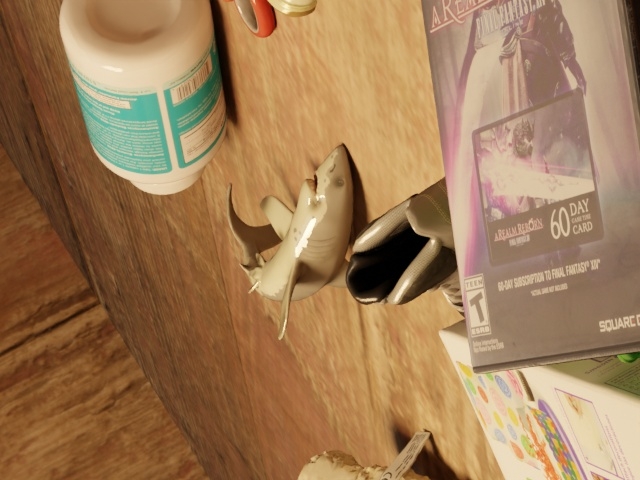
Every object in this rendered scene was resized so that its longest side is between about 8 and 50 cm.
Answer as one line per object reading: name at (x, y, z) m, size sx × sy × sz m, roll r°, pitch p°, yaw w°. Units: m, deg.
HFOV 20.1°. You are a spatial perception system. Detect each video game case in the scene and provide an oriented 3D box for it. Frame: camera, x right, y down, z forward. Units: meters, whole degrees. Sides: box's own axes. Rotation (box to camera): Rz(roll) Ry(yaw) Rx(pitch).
video game case at (0.110, -0.077, 0.893) m, size 0.196 × 0.026 × 0.274 m, roll 161°, pitch 102°, yaw -66°

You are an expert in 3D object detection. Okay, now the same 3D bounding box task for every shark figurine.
shark figurine at (-0.009, 0.020, 1.671) m, size 0.278 × 0.116 × 0.166 m, roll 159°, pitch 117°, yaw -69°

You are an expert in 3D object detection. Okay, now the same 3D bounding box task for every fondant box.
fondant box at (0.213, 0.159, 1.098) m, size 0.238 × 0.096 × 0.330 m, roll 65°, pitch 165°, yaw -12°

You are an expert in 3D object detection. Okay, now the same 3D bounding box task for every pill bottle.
pill bottle at (-0.171, -0.153, 1.808) m, size 0.146 × 0.146 × 0.264 m, roll 55°, pitch 164°, yaw 27°

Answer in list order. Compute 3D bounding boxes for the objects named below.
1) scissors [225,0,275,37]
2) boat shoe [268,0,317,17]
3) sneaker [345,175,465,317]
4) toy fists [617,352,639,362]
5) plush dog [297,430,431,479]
scissors at (-0.073, -0.271, 1.482) m, size 0.109 × 0.021 × 0.297 m, roll 56°, pitch 166°, yaw 23°
boat shoe at (-0.046, -0.232, 1.401) m, size 0.135 × 0.050 × 0.045 m, roll 44°, pitch 138°, yaw 19°
sneaker at (0.074, 0.013, 1.248) m, size 0.086 × 0.132 × 0.228 m, roll 57°, pitch 165°, yaw 22°
toy fists at (0.154, -0.016, 0.973) m, size 0.279 × 0.096 × 0.142 m, roll 36°, pitch 151°, yaw 59°
plush dog at (0.102, 0.336, 1.784) m, size 0.225 × 0.211 × 0.262 m, roll 55°, pitch -158°, yaw -37°
